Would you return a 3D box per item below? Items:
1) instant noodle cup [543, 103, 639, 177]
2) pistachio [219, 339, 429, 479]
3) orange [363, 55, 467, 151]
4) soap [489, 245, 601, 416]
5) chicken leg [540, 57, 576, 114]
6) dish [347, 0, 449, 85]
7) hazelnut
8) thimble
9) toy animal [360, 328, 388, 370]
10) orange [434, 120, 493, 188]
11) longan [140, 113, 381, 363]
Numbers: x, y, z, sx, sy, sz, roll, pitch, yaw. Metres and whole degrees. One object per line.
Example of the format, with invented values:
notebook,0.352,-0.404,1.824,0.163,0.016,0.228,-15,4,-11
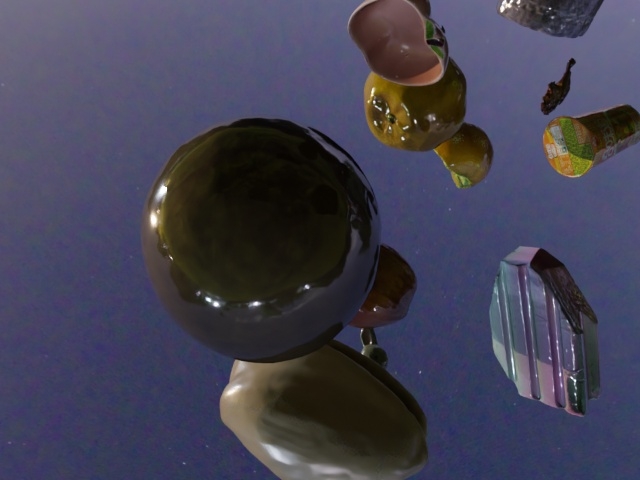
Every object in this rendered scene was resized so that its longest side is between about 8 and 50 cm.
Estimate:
instant noodle cup,0.706,-0.267,1.174,0.185,0.168,0.168,-22,-121,-11
pistachio,0.002,0.265,0.702,0.331,0.208,0.226,19,-87,21
orange,0.240,-0.360,1.194,0.279,0.279,0.235,23,-129,18
soap,0.466,0.182,0.968,0.109,0.324,0.193,-25,-161,-35
chicken leg,0.480,-0.308,0.929,0.037,0.062,0.145,20,-123,41
dish,0.169,-0.409,0.897,0.213,0.213,0.090,25,-108,19
hazelnut,0.109,0.111,1.028,0.210,0.186,0.210,2,-85,29
thimble,0.356,-0.380,0.703,0.150,0.098,0.150,8,-140,-7
toy animal,0.145,0.371,1.328,0.108,0.138,0.236,3,-94,50
orange,0.457,-0.271,1.442,0.158,0.237,0.179,-15,-125,31
longan,-0.060,0.002,0.483,0.258,0.258,0.258,-2,-122,3
